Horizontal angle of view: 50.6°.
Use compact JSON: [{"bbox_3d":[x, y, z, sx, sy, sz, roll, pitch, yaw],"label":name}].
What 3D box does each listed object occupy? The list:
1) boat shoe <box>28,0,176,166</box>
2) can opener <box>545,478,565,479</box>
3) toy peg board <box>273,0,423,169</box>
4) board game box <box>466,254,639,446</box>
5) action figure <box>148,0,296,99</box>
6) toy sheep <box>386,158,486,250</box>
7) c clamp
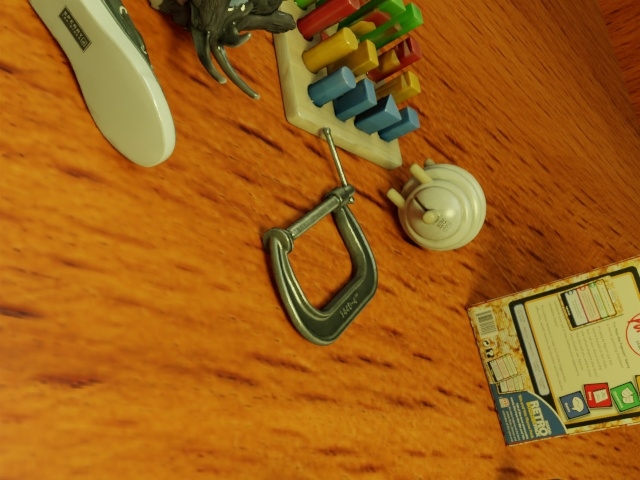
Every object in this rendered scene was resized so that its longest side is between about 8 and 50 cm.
[{"bbox_3d":[-0.121,-0.111,0.393,0.142,0.049,0.040,60,34,-6],"label":"boat shoe"},{"bbox_3d":[0.192,0.341,0.539,0.095,0.076,0.283,24,51,-47],"label":"can opener"},{"bbox_3d":[0.039,-0.169,0.620,0.161,0.079,0.161,15,59,-49],"label":"toy peg board"},{"bbox_3d":[0.254,0.108,0.654,0.045,0.193,0.147,4,69,-53],"label":"board game box"},{"bbox_3d":[-0.077,-0.239,0.456,0.164,0.141,0.276,4,94,-62],"label":"action figure"},{"bbox_3d":[0.112,-0.032,0.638,0.091,0.091,0.132,65,28,-3],"label":"toy sheep"},{"bbox_3d":[0.000,0.000,0.524,0.137,0.022,0.161,63,32,-15],"label":"c clamp"}]
